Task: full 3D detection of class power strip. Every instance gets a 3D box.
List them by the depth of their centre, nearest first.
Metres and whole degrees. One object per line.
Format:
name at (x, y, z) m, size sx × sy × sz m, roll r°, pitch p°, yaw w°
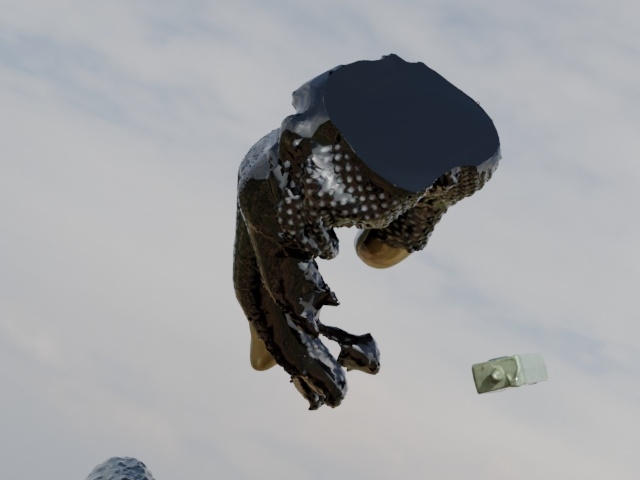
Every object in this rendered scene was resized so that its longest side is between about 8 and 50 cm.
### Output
power strip at (0.094, 0.066, 0.880) m, size 0.027 × 0.017 × 0.083 m, roll -16°, pitch -8°, yaw 14°

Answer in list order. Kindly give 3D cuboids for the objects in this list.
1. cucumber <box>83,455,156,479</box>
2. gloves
cucumber at (-0.092, 0.143, 0.854) m, size 0.052 × 0.058 × 0.214 m, roll 49°, pitch -5°, yaw -14°
gloves at (-0.003, 0.000, 0.832) m, size 0.106 × 0.129 × 0.181 m, roll 33°, pitch -51°, yaw -10°
